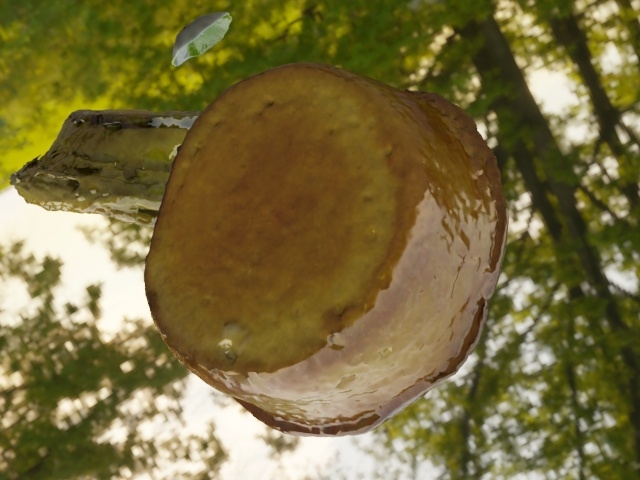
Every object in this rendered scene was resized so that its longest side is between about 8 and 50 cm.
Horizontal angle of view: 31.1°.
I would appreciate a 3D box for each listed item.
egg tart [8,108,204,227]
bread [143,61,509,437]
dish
[{"bbox_3d":[-0.209,-0.094,1.340,0.294,0.123,0.294,4,-171,-1],"label":"egg tart"},{"bbox_3d":[0.000,0.005,0.931,0.312,0.312,0.172,-24,153,26],"label":"bread"},{"bbox_3d":[-0.216,-0.355,1.985,0.137,0.039,0.091,-39,171,-27],"label":"dish"}]
